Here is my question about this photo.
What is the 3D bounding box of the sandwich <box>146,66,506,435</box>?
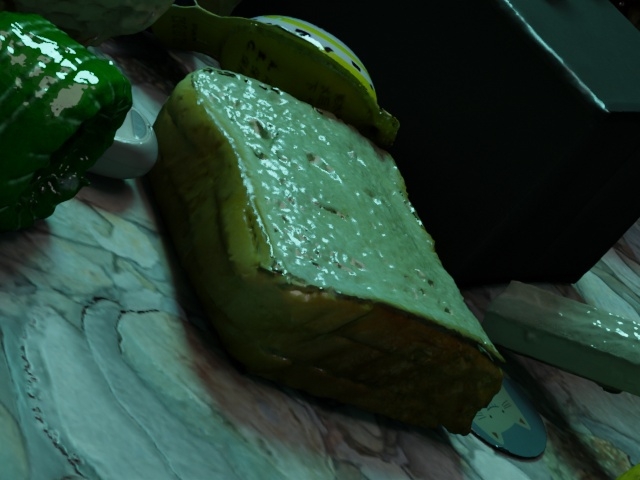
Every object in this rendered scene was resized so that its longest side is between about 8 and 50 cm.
[{"bbox_3d":[0.000,-0.001,1.130,0.226,0.087,0.251,19,30,-35],"label":"sandwich"}]

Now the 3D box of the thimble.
[{"bbox_3d":[-0.172,-0.069,0.960,0.090,0.118,0.130,39,-4,6],"label":"thimble"}]

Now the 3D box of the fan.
[{"bbox_3d":[0.099,0.091,1.214,0.175,0.005,0.113,47,24,14],"label":"fan"}]

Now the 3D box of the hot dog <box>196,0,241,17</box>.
[{"bbox_3d":[-0.157,-0.407,1.316,0.365,0.367,0.196,29,-9,-18],"label":"hot dog"}]

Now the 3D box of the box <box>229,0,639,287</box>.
[{"bbox_3d":[0.123,-0.146,1.419,0.345,0.204,0.251,51,26,23],"label":"box"}]

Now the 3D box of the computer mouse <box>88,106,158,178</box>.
[{"bbox_3d":[-0.151,-0.069,1.085,0.096,0.039,0.066,20,29,-23],"label":"computer mouse"}]

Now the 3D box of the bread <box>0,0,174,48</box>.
[{"bbox_3d":[-0.244,-0.257,1.111,0.314,0.171,0.192,26,25,-31],"label":"bread"}]

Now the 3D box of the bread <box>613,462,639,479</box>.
[{"bbox_3d":[0.297,0.202,1.214,0.245,0.094,0.102,8,48,-49],"label":"bread"}]

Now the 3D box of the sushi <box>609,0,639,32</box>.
[{"bbox_3d":[0.268,-0.234,1.676,0.294,0.299,0.281,27,13,-35],"label":"sushi"}]

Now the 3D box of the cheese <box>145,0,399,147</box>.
[{"bbox_3d":[-0.052,-0.139,1.264,0.250,0.064,0.156,26,-17,3],"label":"cheese"}]

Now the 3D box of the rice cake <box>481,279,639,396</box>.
[{"bbox_3d":[0.233,0.090,1.227,0.256,0.052,0.057,20,-14,29],"label":"rice cake"}]
